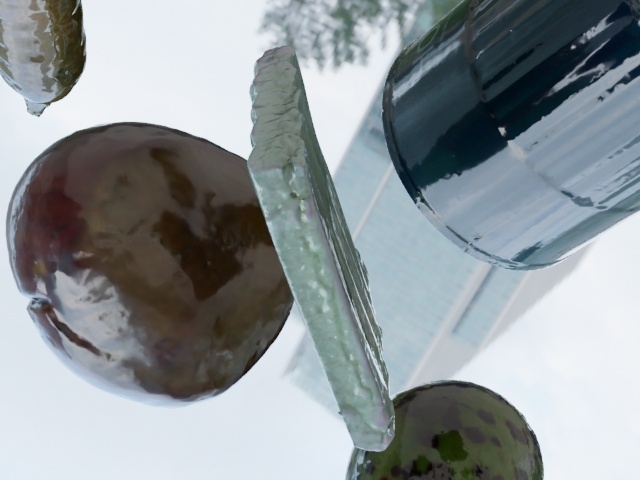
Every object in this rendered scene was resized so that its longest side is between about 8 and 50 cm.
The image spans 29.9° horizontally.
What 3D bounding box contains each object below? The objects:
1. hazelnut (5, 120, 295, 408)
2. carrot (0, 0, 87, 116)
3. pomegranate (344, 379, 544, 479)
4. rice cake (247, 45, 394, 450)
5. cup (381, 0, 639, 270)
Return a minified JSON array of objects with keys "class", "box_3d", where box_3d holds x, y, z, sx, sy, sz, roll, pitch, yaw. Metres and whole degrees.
[{"class":"hazelnut","box_3d":[-0.137,0.012,0.935,0.229,0.229,0.229,20,-150,-12]},{"class":"carrot","box_3d":[-0.126,-0.169,0.461,0.070,0.342,0.070,2,-125,-2]},{"class":"pomegranate","box_3d":[0.155,0.306,1.329,0.242,0.242,0.306,-6,-119,-45]},{"class":"rice cake","box_3d":[0.000,0.000,0.750,0.037,0.198,0.189,-16,-147,7]},{"class":"cup","box_3d":[0.248,-0.152,1.001,0.308,0.292,0.242,-32,-93,-36]}]
